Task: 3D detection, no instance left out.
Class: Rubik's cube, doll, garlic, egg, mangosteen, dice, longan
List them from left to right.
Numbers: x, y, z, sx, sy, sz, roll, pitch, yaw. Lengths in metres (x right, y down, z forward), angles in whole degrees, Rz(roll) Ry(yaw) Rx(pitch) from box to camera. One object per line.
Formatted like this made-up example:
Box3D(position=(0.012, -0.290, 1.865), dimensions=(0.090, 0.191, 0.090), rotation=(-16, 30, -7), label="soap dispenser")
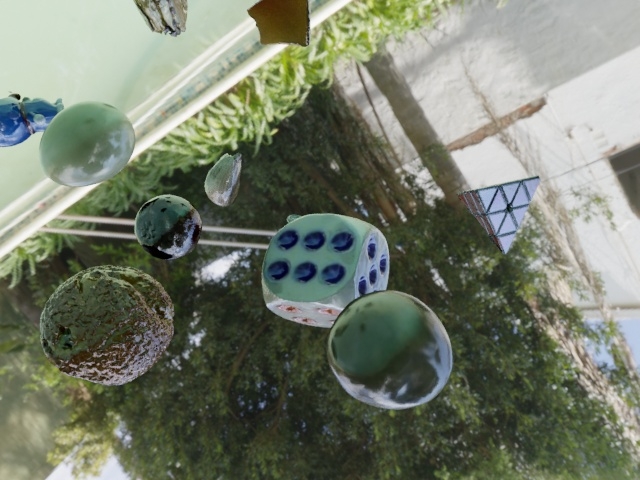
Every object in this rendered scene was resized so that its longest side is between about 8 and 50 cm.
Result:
Box3D(position=(-0.894, -0.372, 1.578), dimensions=(0.257, 0.161, 0.215), rotation=(-18, -158, -21), label="doll")
Box3D(position=(-0.572, -0.230, 1.288), dimensions=(0.254, 0.188, 0.188), rotation=(-35, -166, 14), label="egg")
Box3D(position=(-0.333, -0.030, 1.181), dimensions=(0.152, 0.152, 0.152), rotation=(-32, -166, 9), label="mangosteen")
Box3D(position=(-0.276, -0.163, 1.494), dimensions=(0.101, 0.087, 0.195), rotation=(-55, 171, -37), label="garlic")
Box3D(position=(0.019, 0.086, 1.362), dimensions=(0.259, 0.251, 0.243), rotation=(4, -112, 24), label="dice")
Box3D(position=(0.128, 0.207, 0.990), dimensions=(0.248, 0.248, 0.248), rotation=(-32, -166, 9), label="longan")
Box3D(position=(0.471, -0.085, 1.296), dimensions=(0.178, 0.190, 0.211), rotation=(-29, -175, 6), label="Rubik's cube")

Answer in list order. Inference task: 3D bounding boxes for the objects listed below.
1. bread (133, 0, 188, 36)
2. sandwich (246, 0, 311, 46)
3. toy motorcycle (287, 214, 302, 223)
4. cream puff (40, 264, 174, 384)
Box3D(position=(-0.541, -0.838, 1.694), dimensions=(0.167, 0.277, 0.324), rotation=(-8, -118, 5), label="bread")
Box3D(position=(-0.105, -0.598, 1.343), dimensions=(0.163, 0.193, 0.058), rotation=(3, -137, 2), label="sandwich")
Box3D(position=(0.000, 0.000, 1.830), dimensions=(0.169, 0.315, 0.113), rotation=(-34, 149, -58), label="toy motorcycle")
Box3D(position=(-0.479, 0.173, 1.221), dimensions=(0.212, 0.303, 0.303), rotation=(-62, -176, 21), label="cream puff")
